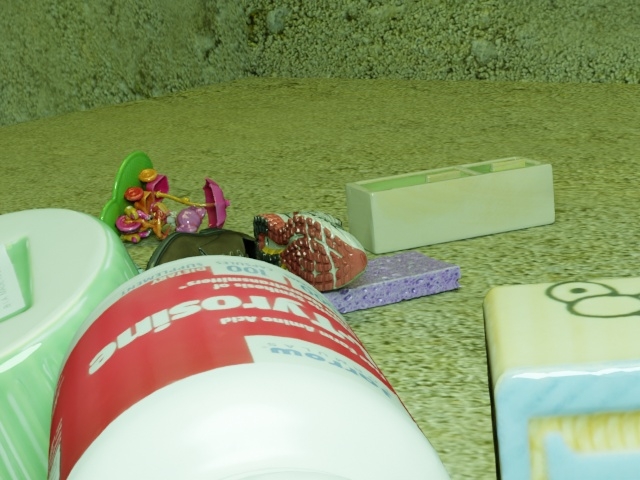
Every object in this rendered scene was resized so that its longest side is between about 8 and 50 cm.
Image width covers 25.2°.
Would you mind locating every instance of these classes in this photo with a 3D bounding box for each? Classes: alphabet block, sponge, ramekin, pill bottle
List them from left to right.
[{"bbox_3d":[-0.260,0.103,1.134,0.303,0.148,0.303,-16,28,9],"label":"ramekin"},{"bbox_3d":[-0.046,0.158,0.839,0.229,0.229,0.408,-7,13,-8],"label":"pill bottle"},{"bbox_3d":[0.049,0.051,1.702,0.210,0.031,0.117,-11,14,-21],"label":"sponge"},{"bbox_3d":[0.204,0.137,0.906,0.192,0.194,0.197,-3,13,6],"label":"alphabet block"}]

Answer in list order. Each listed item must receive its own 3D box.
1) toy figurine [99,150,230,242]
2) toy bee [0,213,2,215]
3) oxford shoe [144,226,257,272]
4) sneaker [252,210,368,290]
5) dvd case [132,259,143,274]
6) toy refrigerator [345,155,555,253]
[{"bbox_3d":[-0.218,-0.046,2.107,0.159,0.130,0.173,9,39,20],"label":"toy figurine"},{"bbox_3d":[-0.400,0.016,1.763,0.195,0.162,0.298,-12,14,-34],"label":"toy bee"},{"bbox_3d":[-0.137,0.029,1.771,0.096,0.083,0.227,6,18,27],"label":"oxford shoe"},{"bbox_3d":[0.000,0.000,1.678,0.092,0.088,0.225,-10,15,-24],"label":"sneaker"},{"bbox_3d":[-0.293,0.039,1.940,0.087,0.013,0.119,-9,14,-17],"label":"dvd case"},{"bbox_3d":[0.178,-0.056,1.974,0.269,0.094,0.102,-9,13,-17],"label":"toy refrigerator"}]
